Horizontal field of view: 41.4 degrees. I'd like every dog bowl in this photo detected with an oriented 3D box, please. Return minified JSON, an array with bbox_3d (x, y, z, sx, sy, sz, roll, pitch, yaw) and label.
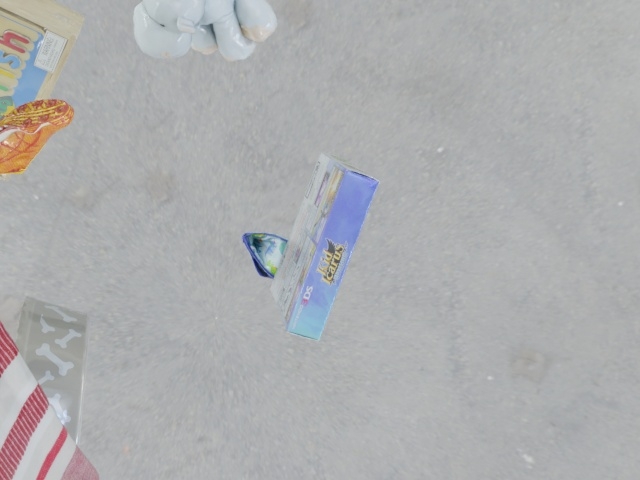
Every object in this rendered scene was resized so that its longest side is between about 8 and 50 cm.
[{"bbox_3d":[-0.415,0.261,1.292,0.102,0.349,0.348,5,84,-16],"label":"dog bowl"}]

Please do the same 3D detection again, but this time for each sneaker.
[{"bbox_3d":[-0.380,-0.125,1.074,0.175,0.064,0.067,-24,133,16],"label":"sneaker"}]

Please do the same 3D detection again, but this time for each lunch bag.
[{"bbox_3d":[-0.072,0.034,1.625,0.151,0.129,0.096,34,92,12],"label":"lunch bag"}]

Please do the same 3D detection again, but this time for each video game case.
[{"bbox_3d":[0.000,0.000,1.396,0.061,0.244,0.269,19,99,-12],"label":"video game case"}]

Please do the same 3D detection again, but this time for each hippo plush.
[{"bbox_3d":[-0.222,-0.436,1.611,0.234,0.294,0.236,41,43,-4],"label":"hippo plush"}]

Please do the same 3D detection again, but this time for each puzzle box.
[{"bbox_3d":[-0.559,-0.262,1.307,0.272,0.409,0.052,23,51,-21],"label":"puzzle box"}]

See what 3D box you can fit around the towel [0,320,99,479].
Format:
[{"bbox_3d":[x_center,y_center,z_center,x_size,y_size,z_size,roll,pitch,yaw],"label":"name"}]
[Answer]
[{"bbox_3d":[-0.350,0.226,0.935,0.037,0.237,0.329,-17,117,9],"label":"towel"}]
